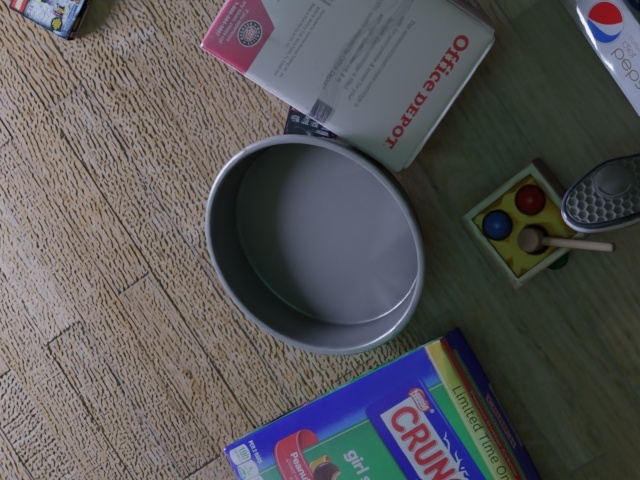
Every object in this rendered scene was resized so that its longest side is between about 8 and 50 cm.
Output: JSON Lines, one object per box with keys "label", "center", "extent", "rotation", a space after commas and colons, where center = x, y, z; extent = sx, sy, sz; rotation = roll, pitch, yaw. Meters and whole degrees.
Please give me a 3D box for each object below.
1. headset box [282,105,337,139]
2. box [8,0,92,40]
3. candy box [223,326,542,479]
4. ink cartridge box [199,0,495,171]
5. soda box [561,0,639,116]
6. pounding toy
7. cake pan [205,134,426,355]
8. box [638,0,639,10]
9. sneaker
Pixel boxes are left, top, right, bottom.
{"label": "headset box", "center": [-0.015, -0.122, 1.969], "extent": [0.062, 0.032, 0.083], "rotation": [16, 102, 13]}
{"label": "box", "center": [-0.331, -0.338, 2.030], "extent": [0.094, 0.027, 0.137], "rotation": [29, 104, 11]}
{"label": "candy box", "center": [0.087, 0.296, 1.950], "extent": [0.317, 0.122, 0.268], "rotation": [-29, 89, 16]}
{"label": "ink cartridge box", "center": [0.033, -0.244, 1.860], "extent": [0.283, 0.117, 0.207], "rotation": [32, 106, -7]}
{"label": "soda box", "center": [0.361, -0.225, 1.797], "extent": [0.069, 0.074, 0.216], "rotation": [-46, 69, 41]}
{"label": "pounding toy", "center": [0.260, -0.013, 1.872], "extent": [0.130, 0.100, 0.141], "rotation": [-39, 86, 17]}
{"label": "cake pan", "center": [0.000, 0.000, 1.927], "extent": [0.293, 0.054, 0.293], "rotation": [12, 119, 22]}
{"label": "box", "center": [0.453, -0.339, 1.730], "extent": [0.207, 0.108, 0.153], "rotation": [-7, 95, -12]}
{"label": "sneaker", "center": [0.371, -0.036, 1.787], "extent": [0.226, 0.163, 0.086], "rotation": [-26, 59, -12]}
